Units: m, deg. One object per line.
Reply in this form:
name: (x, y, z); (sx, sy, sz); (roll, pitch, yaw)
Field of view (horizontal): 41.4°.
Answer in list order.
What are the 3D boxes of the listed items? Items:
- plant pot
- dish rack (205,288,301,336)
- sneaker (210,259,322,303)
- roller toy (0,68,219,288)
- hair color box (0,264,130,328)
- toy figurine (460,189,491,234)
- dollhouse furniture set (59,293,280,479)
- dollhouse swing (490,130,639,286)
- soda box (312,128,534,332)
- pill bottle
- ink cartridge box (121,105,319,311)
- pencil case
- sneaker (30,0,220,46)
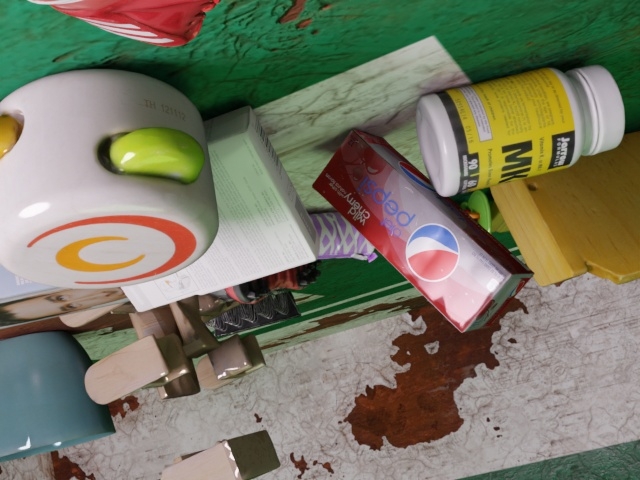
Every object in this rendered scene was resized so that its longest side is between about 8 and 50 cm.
plant pot: (-0.599, 0.324, 1.785); (0.293, 0.235, 0.293); (-13, 168, -3)
dish rack: (-0.166, 0.148, 1.875); (0.208, 0.074, 0.271); (-16, 168, 4)
sneaker: (-0.103, 0.045, 1.434); (0.135, 0.097, 0.276); (-3, -174, 32)
roller toy: (-0.194, -0.053, 0.742); (0.209, 0.146, 0.191); (-13, 157, 2)
hair color box: (-0.247, 0.008, 1.041); (0.375, 0.113, 0.185); (-12, 168, -10)
toy figurine: (0.195, -0.029, 1.481); (0.159, 0.130, 0.173); (1, -170, -8)
dollhouse furniture set: (-0.276, 0.262, 1.464); (0.257, 0.394, 0.362); (-28, 165, 16)
dollhouse swing: (0.477, -0.015, 1.421); (0.347, 0.315, 0.305); (-13, 148, -11)
soda box: (0.116, -0.014, 0.994); (0.092, 0.263, 0.083); (-54, 154, 20)
pill bottle: (0.223, -0.128, 0.956); (0.209, 0.119, 0.119); (-14, 168, -4)
ink cartridge box: (-0.137, -0.026, 0.912); (0.225, 0.056, 0.181); (-16, 126, 16)
pencil case: (0.000, 0.000, 1.356); (0.206, 0.088, 0.086); (-4, 162, -38)
sneaker: (-0.065, -0.180, 0.518); (0.221, 0.087, 0.128); (-4, 179, 11)
